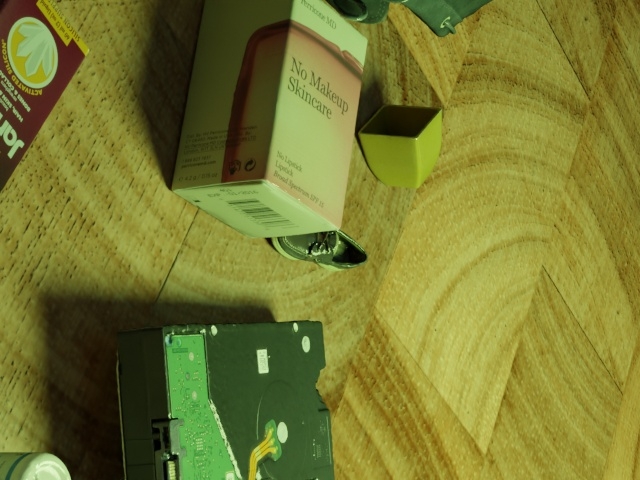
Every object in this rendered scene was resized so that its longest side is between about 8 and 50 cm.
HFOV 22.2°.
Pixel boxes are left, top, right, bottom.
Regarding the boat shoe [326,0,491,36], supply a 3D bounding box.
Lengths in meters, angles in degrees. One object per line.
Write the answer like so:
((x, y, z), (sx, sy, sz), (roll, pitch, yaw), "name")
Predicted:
((0.040, -0.309, 1.681), (0.187, 0.156, 0.500), (50, 22, 25), "boat shoe")

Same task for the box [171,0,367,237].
((-0.051, -0.136, 1.744), (0.148, 0.127, 0.232), (32, 60, -50), "box")

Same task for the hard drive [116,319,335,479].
((-0.088, 0.201, 1.662), (0.339, 0.064, 0.237), (2, 81, -64), "hard drive")

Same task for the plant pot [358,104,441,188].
((0.104, -0.112, 2.017), (0.081, 0.081, 0.083), (-49, 137, -47), "plant pot")

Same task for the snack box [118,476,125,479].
((-0.196, 0.288, 1.548), (0.141, 0.037, 0.100), (-20, 103, -57), "snack box")

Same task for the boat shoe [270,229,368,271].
((0.000, 0.000, 1.869), (0.152, 0.049, 0.056), (17, 72, -54), "boat shoe")

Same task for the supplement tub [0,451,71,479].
((-0.271, 0.215, 1.385), (0.071, 0.107, 0.071), (13, 75, -55), "supplement tub")

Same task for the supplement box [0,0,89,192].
((-0.294, -0.136, 1.422), (0.104, 0.081, 0.188), (56, 44, -36), "supplement box")
